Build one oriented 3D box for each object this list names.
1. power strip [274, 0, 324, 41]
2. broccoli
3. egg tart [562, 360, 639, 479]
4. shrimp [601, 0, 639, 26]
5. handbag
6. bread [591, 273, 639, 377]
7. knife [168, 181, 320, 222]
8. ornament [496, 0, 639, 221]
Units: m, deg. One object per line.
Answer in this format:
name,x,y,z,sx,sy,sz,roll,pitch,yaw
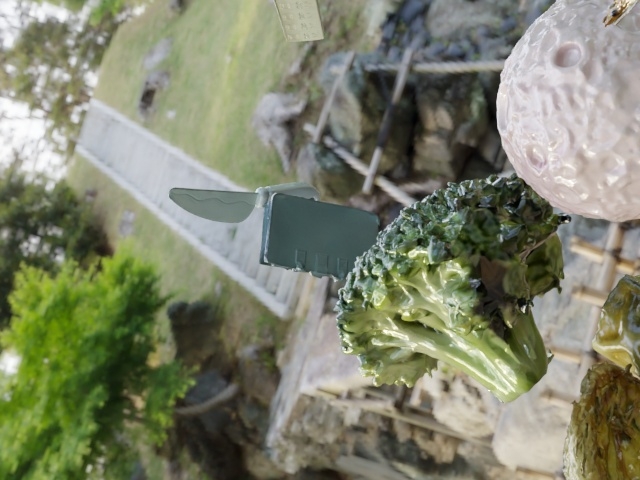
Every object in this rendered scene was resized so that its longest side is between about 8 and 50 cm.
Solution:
power strip,-0.033,-0.344,1.402,0.252,0.060,0.027,65,-158,-77
broccoli,0.187,0.078,1.267,0.348,0.281,0.293,-43,-3,7
egg tart,0.365,0.277,1.182,0.098,0.232,0.252,-32,49,45
shrimp,0.268,-0.243,0.838,0.083,0.023,0.114,64,143,35
handbag,0.000,0.000,1.787,0.057,0.221,0.144,140,139,-59
bread,0.491,0.141,1.212,0.152,0.268,0.130,-54,-37,-5
knife,-0.147,-0.071,1.890,0.044,0.331,0.080,43,128,47
ornament,0.325,-0.148,1.041,0.225,0.259,0.259,17,90,63
